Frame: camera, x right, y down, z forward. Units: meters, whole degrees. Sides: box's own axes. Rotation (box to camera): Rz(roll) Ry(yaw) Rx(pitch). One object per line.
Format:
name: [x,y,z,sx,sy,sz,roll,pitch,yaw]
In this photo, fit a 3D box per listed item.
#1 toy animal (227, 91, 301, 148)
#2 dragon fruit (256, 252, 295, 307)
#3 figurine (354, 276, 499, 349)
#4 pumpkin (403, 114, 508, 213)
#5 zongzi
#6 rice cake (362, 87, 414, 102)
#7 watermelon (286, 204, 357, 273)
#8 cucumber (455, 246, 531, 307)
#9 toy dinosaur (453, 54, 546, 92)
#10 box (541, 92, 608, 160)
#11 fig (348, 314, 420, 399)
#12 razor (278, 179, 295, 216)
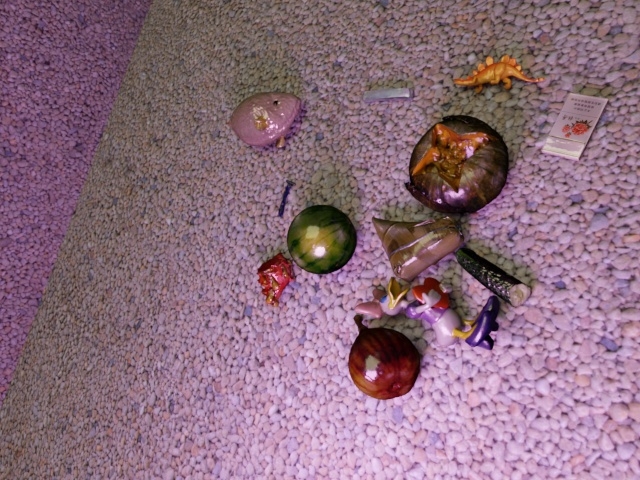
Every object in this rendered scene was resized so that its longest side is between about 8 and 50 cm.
toy animal: [-0.257,-0.515,2.035,0.359,0.188,0.226,-7,65,32]
dragon fruit: [-0.172,0.146,1.773,0.133,0.150,0.207,-23,64,59]
figurine: [0.317,0.210,1.413,0.421,0.154,0.193,21,122,29]
pumpkin: [0.425,-0.228,1.471,0.321,0.192,0.320,-14,63,30]
zongzi: [0.305,-0.039,1.527,0.251,0.125,0.274,-35,51,19]
rice cake: [0.253,-0.552,1.805,0.211,0.034,0.042,8,86,35]
watermelon: [0.004,-0.002,1.638,0.243,0.242,0.242,-12,66,30]
cucumber: [0.488,0.099,1.383,0.241,0.074,0.074,41,97,38]
toy dinosaur: [0.587,-0.556,1.567,0.289,0.070,0.117,2,74,29]
box: [0.748,-0.335,1.399,0.109,0.029,0.198,26,87,37]
fig: [0.157,0.334,1.461,0.217,0.217,0.321,-51,33,7]
razor: [-0.144,-0.167,1.930,0.028,0.044,0.154,2,74,65]
